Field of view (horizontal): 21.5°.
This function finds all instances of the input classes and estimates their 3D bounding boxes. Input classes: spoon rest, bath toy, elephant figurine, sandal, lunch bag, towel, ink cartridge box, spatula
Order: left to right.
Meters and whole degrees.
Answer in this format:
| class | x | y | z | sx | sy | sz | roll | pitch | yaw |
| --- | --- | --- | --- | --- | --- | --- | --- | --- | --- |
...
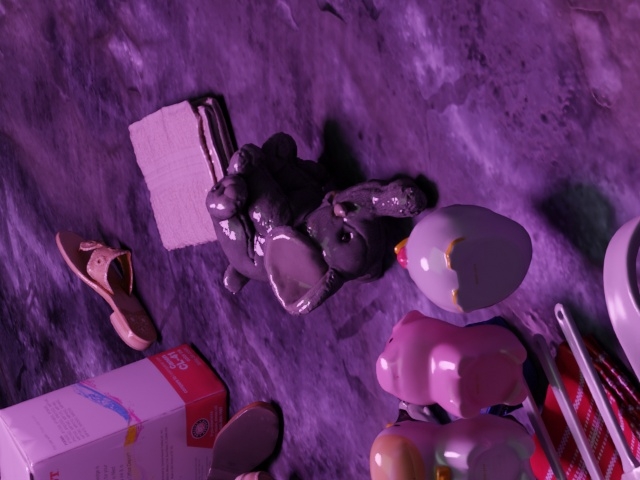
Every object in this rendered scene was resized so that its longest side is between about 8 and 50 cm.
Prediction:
| class | x | y | z | sx | sy | sz | roll | pitch | yaw |
| --- | --- | --- | --- | --- | --- | --- | --- | --- | --- |
| ink cartridge box | -0.292 | 0.305 | 2.386 | 0.131 | 0.306 | 0.226 | 48 | 144 | 42 |
| sandal | -0.307 | 0.051 | 2.561 | 0.079 | 0.088 | 0.240 | -48 | 65 | 26 |
| towel | -0.176 | -0.083 | 2.210 | 0.282 | 0.049 | 0.187 | -13 | 93 | 65 |
| elephant figurine | 0.000 | 0.000 | 1.804 | 0.239 | 0.169 | 0.186 | 32 | 164 | 33 |
| bath toy | 0.116 | 0.126 | 1.544 | 0.129 | 0.151 | 0.348 | -134 | 40 | -64 |
| lunch bag | 0.160 | 0.130 | 1.638 | 0.098 | 0.065 | 0.067 | 57 | 151 | 31 |
| spatula | 0.232 | 0.187 | 1.509 | 0.242 | 0.019 | 0.168 | 66 | 155 | 12 |
| towel | 0.281 | 0.237 | 1.501 | 0.275 | 0.031 | 0.199 | 53 | 149 | 35 |
| spoon rest | 0.295 | 0.106 | 1.328 | 0.276 | 0.084 | 0.137 | 68 | 155 | 11 |

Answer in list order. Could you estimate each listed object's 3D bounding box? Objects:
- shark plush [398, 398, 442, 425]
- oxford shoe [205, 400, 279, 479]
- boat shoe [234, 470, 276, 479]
| class | x | y | z | sx | sy | sz | roll | pitch | yaw |
| --- | --- | --- | --- | --- | --- | --- | --- | --- | --- |
| shark plush | 0.104 | 0.212 | 1.824 | 0.161 | 0.073 | 0.067 | 53 | 179 | 28 |
| oxford shoe | -0.108 | 0.271 | 2.278 | 0.212 | 0.076 | 0.076 | 121 | 168 | -45 |
| boat shoe | -0.010 | 0.412 | 2.142 | 0.098 | 0.109 | 0.302 | -40 | 62 | 20 |
